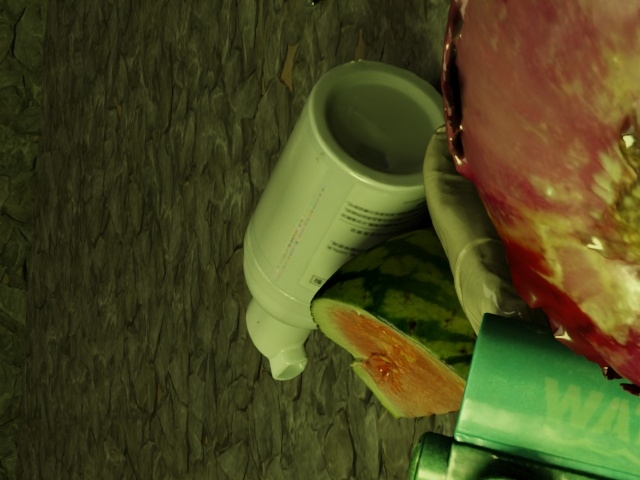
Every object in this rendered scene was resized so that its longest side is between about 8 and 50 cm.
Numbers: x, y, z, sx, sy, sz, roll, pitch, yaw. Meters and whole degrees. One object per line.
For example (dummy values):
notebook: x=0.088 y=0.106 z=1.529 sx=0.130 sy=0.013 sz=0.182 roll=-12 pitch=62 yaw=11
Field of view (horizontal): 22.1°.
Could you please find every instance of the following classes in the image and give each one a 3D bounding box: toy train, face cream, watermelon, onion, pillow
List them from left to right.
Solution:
face cream: x=0.000 y=0.000 z=1.548 sx=0.370 sy=0.145 sz=0.145 roll=120 pitch=143 yaw=-50
watermelon: x=0.057 y=0.063 z=1.388 sx=0.303 sy=0.128 sz=0.159 roll=142 pitch=132 yaw=-75
pillow: x=0.144 y=0.063 z=1.157 sx=0.173 sy=0.067 sz=0.270 roll=-105 pitch=-10 yaw=-45
toy train: x=0.183 y=0.130 z=1.004 sx=0.101 sy=0.248 sz=0.159 roll=-57 pitch=-22 yaw=-75
onion: x=0.253 y=-0.069 z=0.767 sx=0.358 sy=0.345 sz=0.358 roll=49 pitch=149 yaw=42

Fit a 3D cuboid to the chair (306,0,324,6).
chair: x=0.106 y=-0.288 z=1.248 sx=0.272 sy=0.166 sz=0.188 roll=-44 pitch=-47 yaw=-61
